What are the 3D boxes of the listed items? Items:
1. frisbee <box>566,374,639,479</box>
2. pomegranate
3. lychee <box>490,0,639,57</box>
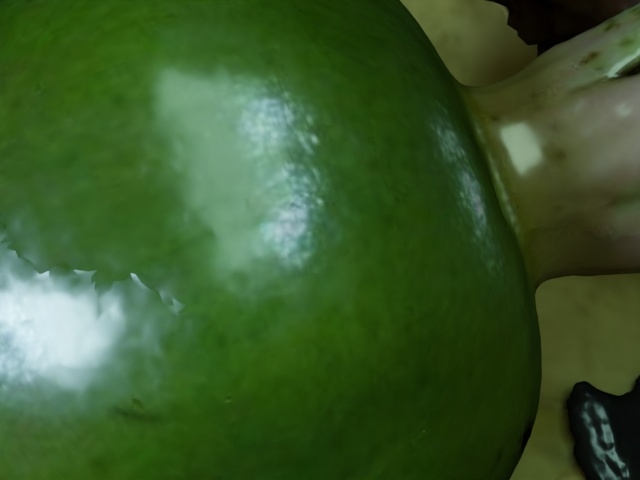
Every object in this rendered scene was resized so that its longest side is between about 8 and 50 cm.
[{"bbox_3d":[0.115,0.119,0.526,0.211,0.012,0.187,-17,64,-19],"label":"frisbee"},{"bbox_3d":[0.001,0.002,0.462,0.225,0.187,0.187,-20,64,3],"label":"pomegranate"},{"bbox_3d":[0.160,-0.147,0.569,0.271,0.271,0.271,4,60,-8],"label":"lychee"}]
